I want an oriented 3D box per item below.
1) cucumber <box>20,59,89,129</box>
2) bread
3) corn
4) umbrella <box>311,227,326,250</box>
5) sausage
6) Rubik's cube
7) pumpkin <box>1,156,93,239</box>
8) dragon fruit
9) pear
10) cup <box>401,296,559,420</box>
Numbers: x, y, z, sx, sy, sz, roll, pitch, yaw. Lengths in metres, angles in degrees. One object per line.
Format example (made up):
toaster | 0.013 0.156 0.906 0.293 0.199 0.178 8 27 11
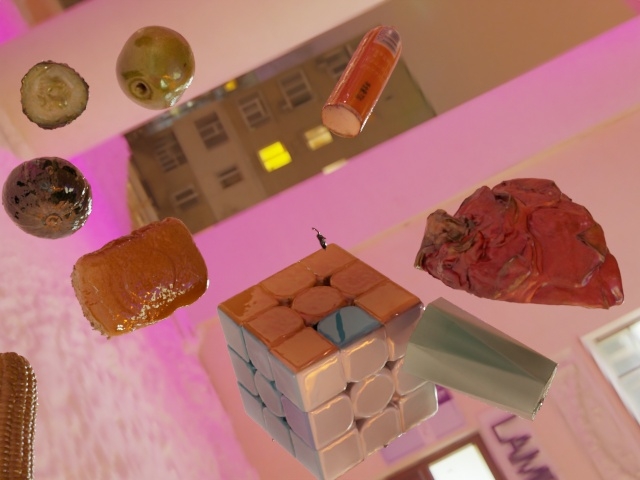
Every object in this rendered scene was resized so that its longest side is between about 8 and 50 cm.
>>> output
cucumber | -0.535 -0.305 2.005 0.134 0.134 0.244 65 -4 -20
bread | -0.328 0.068 1.809 0.121 0.246 0.174 -3 -71 57
corn | -0.526 0.353 1.615 0.131 0.131 0.344 70 9 -60
umbrella | 0.002 0.002 1.789 0.022 0.013 0.122 35 -9 20
sausage | 0.076 -0.269 1.603 0.071 0.234 0.071 19 -34 13
Rubik's cube | 0.017 0.227 1.906 0.292 0.291 0.290 34 -36 46
pumpkin | -0.562 -0.087 2.054 0.146 0.190 0.190 -108 176 -55
dragon fruit | 0.253 -0.010 1.392 0.317 0.205 0.152 23 -68 55
pear | -0.337 -0.379 2.120 0.166 0.216 0.180 28 -44 7
cup | 0.271 0.211 1.683 0.236 0.134 0.148 27 -41 19
